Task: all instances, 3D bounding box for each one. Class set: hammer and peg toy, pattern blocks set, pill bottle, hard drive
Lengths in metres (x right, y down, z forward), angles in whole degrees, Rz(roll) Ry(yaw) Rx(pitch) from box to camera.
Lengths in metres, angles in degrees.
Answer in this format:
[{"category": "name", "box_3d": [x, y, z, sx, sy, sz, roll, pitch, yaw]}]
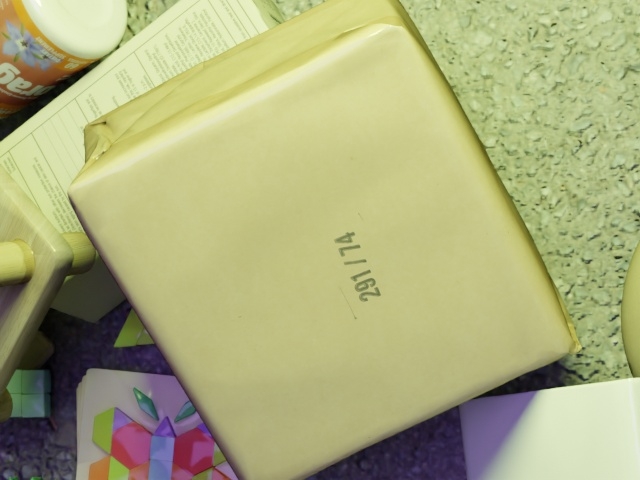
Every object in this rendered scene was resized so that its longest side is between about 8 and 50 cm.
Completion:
[{"category": "hammer and peg toy", "box_3d": [-0.369, 0.060, 1.608, 0.266, 0.127, 0.361, 47, 122, 25]}, {"category": "pattern blocks set", "box_3d": [-0.140, 0.196, 1.669, 0.325, 0.026, 0.285, -12, 83, 13]}, {"category": "pill bottle", "box_3d": [-0.288, -0.182, 1.677, 0.216, 0.121, 0.121, -27, 78, 37]}, {"category": "hard drive", "box_3d": [0.211, 0.296, 1.485, 0.233, 0.047, 0.353, -16, 79, 58]}]

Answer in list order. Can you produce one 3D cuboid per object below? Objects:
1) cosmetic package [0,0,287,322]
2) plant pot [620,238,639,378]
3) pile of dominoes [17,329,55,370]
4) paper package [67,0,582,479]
[{"category": "cosmetic package", "box_3d": [-0.145, -0.083, 1.645, 0.309, 0.113, 0.160, -36, 66, 12]}, {"category": "plant pot", "box_3d": [0.377, 0.028, 1.408, 0.284, 0.191, 0.284, -3, 66, 6]}, {"category": "pile of dominoes", "box_3d": [-0.364, 0.046, 1.762, 0.196, 0.040, 0.251, -21, 88, 13]}, {"category": "paper package", "box_3d": [0.000, 0.000, 1.499, 0.309, 0.168, 0.324, -27, 110, 7]}]
